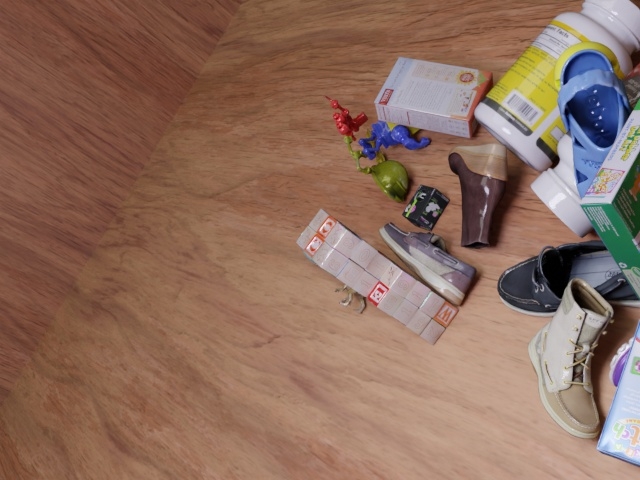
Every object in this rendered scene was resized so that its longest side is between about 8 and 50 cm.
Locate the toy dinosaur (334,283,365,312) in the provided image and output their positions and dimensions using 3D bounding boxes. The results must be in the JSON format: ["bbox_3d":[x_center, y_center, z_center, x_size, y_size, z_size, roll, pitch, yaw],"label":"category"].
[{"bbox_3d":[0.084,0.110,1.821,0.183,0.053,0.093,20,85,49],"label":"toy dinosaur"}]

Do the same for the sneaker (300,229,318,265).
[{"bbox_3d":[0.000,0.000,1.953,0.256,0.151,0.094,12,72,57],"label":"sneaker"}]

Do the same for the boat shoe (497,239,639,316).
[{"bbox_3d":[0.419,0.055,1.377,0.340,0.113,0.127,-1,62,53],"label":"boat shoe"}]

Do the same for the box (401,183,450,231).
[{"bbox_3d":[0.232,-0.072,1.803,0.083,0.052,0.062,-58,31,-6],"label":"box"}]

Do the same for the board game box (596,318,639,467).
[{"bbox_3d":[0.497,0.221,1.135,0.160,0.039,0.212,15,75,34],"label":"board game box"}]

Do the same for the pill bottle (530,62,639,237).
[{"bbox_3d":[0.518,-0.158,1.383,0.318,0.176,0.176,-46,33,16],"label":"pill bottle"}]

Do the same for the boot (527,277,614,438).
[{"bbox_3d":[0.401,0.180,1.263,0.213,0.077,0.165,-99,22,-50],"label":"boot"}]

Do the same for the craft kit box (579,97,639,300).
[{"bbox_3d":[0.501,-0.055,1.194,0.061,0.250,0.247,-3,45,50],"label":"craft kit box"}]

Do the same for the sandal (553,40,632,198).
[{"bbox_3d":[0.431,-0.144,1.243,0.126,0.318,0.138,-22,6,21],"label":"sandal"}]

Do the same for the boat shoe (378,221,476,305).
[{"bbox_3d":[0.222,0.030,1.685,0.092,0.103,0.285,-48,36,3],"label":"boat shoe"}]

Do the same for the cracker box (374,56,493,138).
[{"bbox_3d":[0.260,-0.329,1.868,0.232,0.067,0.156,16,61,24],"label":"cracker box"}]

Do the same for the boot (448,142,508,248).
[{"bbox_3d":[0.306,-0.089,1.683,0.248,0.090,0.207,180,102,-80],"label":"boot"}]

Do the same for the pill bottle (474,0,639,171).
[{"bbox_3d":[0.471,-0.312,1.576,0.334,0.188,0.188,-49,32,10],"label":"pill bottle"}]

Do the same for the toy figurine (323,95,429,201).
[{"bbox_3d":[0.175,-0.285,1.960,0.217,0.191,0.363,-39,36,16],"label":"toy figurine"}]

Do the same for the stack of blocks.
[{"bbox_3d":[0.111,0.072,1.600,0.087,0.297,0.171,-53,31,2],"label":"stack of blocks"}]

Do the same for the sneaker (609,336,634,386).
[{"bbox_3d":[0.504,0.168,1.209,0.170,0.068,0.071,-43,40,18],"label":"sneaker"}]
